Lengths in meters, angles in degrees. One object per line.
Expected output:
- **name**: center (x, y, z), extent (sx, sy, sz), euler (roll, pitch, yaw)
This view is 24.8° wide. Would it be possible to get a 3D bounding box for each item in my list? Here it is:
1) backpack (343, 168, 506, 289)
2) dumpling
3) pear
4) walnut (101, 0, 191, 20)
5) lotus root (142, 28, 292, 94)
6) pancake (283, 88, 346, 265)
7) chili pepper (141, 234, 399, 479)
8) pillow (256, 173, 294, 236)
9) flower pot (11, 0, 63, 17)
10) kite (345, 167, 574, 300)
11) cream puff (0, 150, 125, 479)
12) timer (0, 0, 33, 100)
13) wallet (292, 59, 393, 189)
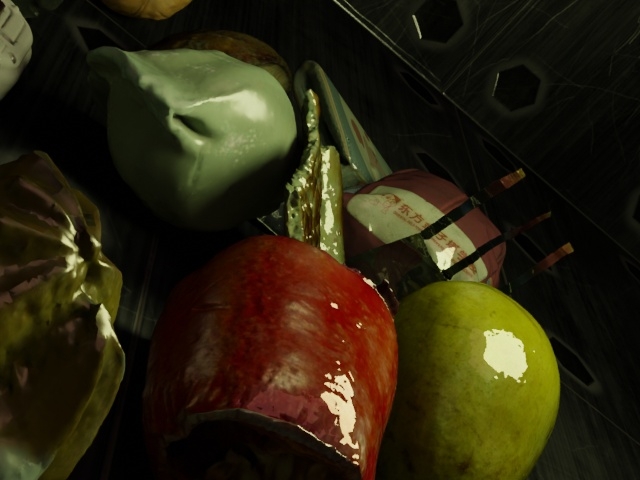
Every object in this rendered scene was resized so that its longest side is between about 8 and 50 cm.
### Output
- **backpack**: center (0.140, 0.017, 2.127), extent (0.283, 0.197, 0.317), euler (44, 28, 8)
- **dumpling**: center (-0.168, -0.123, 1.796), extent (0.270, 0.321, 0.212), euler (2, 44, 3)
- **pear**: center (0.150, 0.191, 1.681), extent (0.253, 0.253, 0.307), euler (36, 53, -21)
- **walnut**: center (-0.282, -0.453, 2.313), extent (0.195, 0.195, 0.222), euler (33, 24, -30)
- **lotus root**: center (-0.169, -0.253, 2.146), extent (0.142, 0.210, 0.314), euler (58, 7, 9)
- **pancake**: center (0.000, 0.005, 1.783), extent (0.066, 0.305, 0.427), euler (-1, 28, 6)
- **chili pepper**: center (-0.051, 0.161, 1.431), extent (0.251, 0.229, 0.305), euler (41, 28, -18)
- **pillow**: center (-0.097, -0.095, 2.057), extent (0.208, 0.055, 0.141), euler (44, 42, -29)
- **flower pot**: center (-0.402, -0.376, 1.963), extent (0.157, 0.157, 0.107), euler (31, 34, -35)
- **kite**: center (0.146, 0.049, 1.836), extent (0.022, 0.360, 0.204), euler (-10, 66, -55)
- **cream puff**: center (-0.295, 0.037, 1.029), extent (0.378, 0.275, 0.378), euler (36, 20, -15)
- **timer**: center (-0.455, -0.277, 1.699), extent (0.262, 0.087, 0.237), euler (39, 18, -16)
- **wallet**: center (0.066, -0.103, 2.334), extent (0.360, 0.083, 0.252), euler (49, 19, -52)
